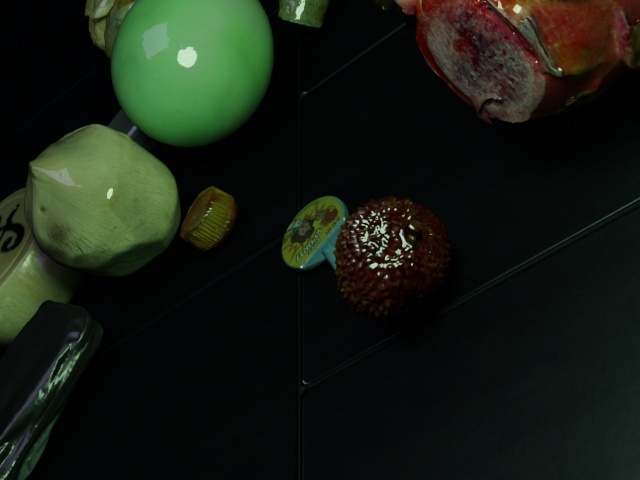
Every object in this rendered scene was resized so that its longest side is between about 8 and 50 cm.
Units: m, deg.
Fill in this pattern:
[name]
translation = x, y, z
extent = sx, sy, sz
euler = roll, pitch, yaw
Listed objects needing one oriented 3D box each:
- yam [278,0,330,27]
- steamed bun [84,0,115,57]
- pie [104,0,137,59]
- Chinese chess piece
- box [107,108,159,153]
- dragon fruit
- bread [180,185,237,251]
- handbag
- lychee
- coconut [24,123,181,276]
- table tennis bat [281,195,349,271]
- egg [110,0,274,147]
[yam]
translation = -0.010, -0.386, 1.775
extent = 0.078, 0.078, 0.179
euler = 11, 89, 54
[steamed bun]
translation = -0.325, -0.474, 2.231
extent = 0.295, 0.137, 0.292
euler = -48, 30, 9
[pie]
translation = -0.223, -0.394, 1.963
extent = 0.315, 0.092, 0.315
euler = -46, 5, 6
[Chinese chess piece]
translation = -0.460, 0.040, 1.924
extent = 0.257, 0.104, 0.257
euler = -30, 39, 28
[box]
translation = -0.242, -0.223, 1.956
extent = 0.243, 0.055, 0.103
euler = -50, 33, 1
[dragon fruit]
translation = 0.232, -0.263, 1.257
extent = 0.291, 0.250, 0.269
euler = -50, 5, -27
[bread]
translation = -0.141, -0.025, 1.643
extent = 0.085, 0.053, 0.085
euler = -46, 25, 29
[handbag]
translation = -0.414, 0.236, 1.702
extent = 0.192, 0.075, 0.332
euler = 6, 64, 53
[lychee]
translation = 0.068, 0.023, 1.278
extent = 0.129, 0.123, 0.123
euler = -43, 32, 31
[coconut]
translation = -0.307, -0.052, 1.716
extent = 0.224, 0.224, 0.224
euler = -31, 38, 28
[table tennis bat]
translation = 0.000, 0.000, 1.479
extent = 0.100, 0.019, 0.155
euler = -47, 31, 5
[egg]
translation = -0.175, -0.255, 1.750
extent = 0.220, 0.220, 0.269
euler = -18, 44, 41
